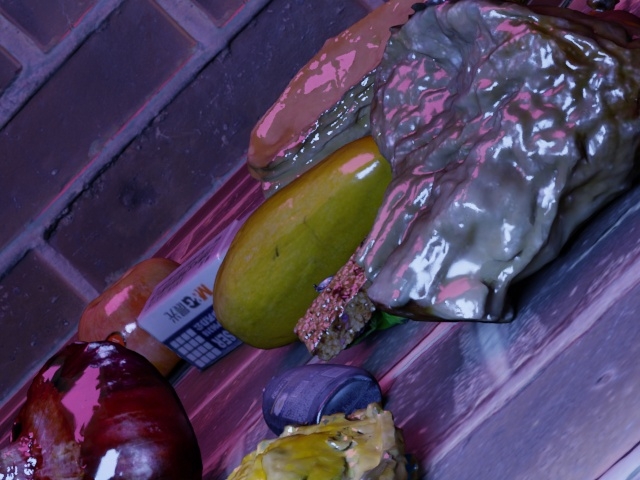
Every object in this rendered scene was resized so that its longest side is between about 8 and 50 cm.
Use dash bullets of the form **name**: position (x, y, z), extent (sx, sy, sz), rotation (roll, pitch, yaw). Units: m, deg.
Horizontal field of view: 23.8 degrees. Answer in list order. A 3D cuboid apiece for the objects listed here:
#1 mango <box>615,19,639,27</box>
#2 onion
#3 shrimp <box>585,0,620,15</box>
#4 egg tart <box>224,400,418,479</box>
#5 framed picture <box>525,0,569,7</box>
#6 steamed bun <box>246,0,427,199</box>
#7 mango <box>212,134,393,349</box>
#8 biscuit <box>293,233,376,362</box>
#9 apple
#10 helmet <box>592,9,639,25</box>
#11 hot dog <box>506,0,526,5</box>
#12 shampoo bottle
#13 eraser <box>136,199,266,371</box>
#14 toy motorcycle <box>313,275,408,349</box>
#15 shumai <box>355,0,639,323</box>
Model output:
- **mango**: position (0.287, -0.177, 1.518), extent (0.114, 0.060, 0.080), rotation (-53, -4, -25)
- **onion**: position (-0.234, 0.227, 1.539), extent (0.219, 0.252, 0.252), rotation (-1, -19, -33)
- **shrimp**: position (0.293, -0.243, 1.771), extent (0.132, 0.052, 0.187), rotation (-52, 9, -30)
- **egg tart**: position (-0.046, 0.229, 1.158), extent (0.291, 0.107, 0.291), rotation (-45, 10, 10)
- **framed picture**: position (0.315, -0.328, 2.134), extent (0.142, 0.011, 0.183), rotation (-50, 11, -23)
- **steamed bun**: position (0.060, -0.233, 2.438), extent (0.428, 0.189, 0.247), rotation (-46, 39, 6)
- **mango**: position (0.002, 0.000, 1.708), extent (0.332, 0.142, 0.195), rotation (-43, -12, 27)
- **biscuit**: position (0.051, 0.028, 1.462), extent (0.199, 0.034, 0.064), rotation (-50, 29, 1)
- **apple**: position (-0.262, 0.131, 2.274), extent (0.209, 0.164, 0.209), rotation (-40, 7, 6)
- **helmet**: position (0.296, -0.208, 1.606), extent (0.111, 0.057, 0.089), rotation (-47, 12, -4)
- **hot dog**: position (0.278, -0.357, 2.253), extent (0.165, 0.045, 0.071), rotation (-55, -16, -39)
- **shampoo bottle**: position (-0.007, 0.155, 1.445), extent (0.087, 0.049, 0.234), rotation (-47, 10, -14)
- **eraser**: position (-0.120, 0.066, 2.042), extent (0.287, 0.130, 0.086), rotation (-35, 17, 45)
- **toy motorcycle**: position (0.054, 0.053, 1.553), extent (0.106, 0.074, 0.190), rotation (-33, 13, 17)
- **shumai**: position (0.162, -0.053, 1.323), extent (0.346, 0.217, 0.283), rotation (-6, 71, 52)
